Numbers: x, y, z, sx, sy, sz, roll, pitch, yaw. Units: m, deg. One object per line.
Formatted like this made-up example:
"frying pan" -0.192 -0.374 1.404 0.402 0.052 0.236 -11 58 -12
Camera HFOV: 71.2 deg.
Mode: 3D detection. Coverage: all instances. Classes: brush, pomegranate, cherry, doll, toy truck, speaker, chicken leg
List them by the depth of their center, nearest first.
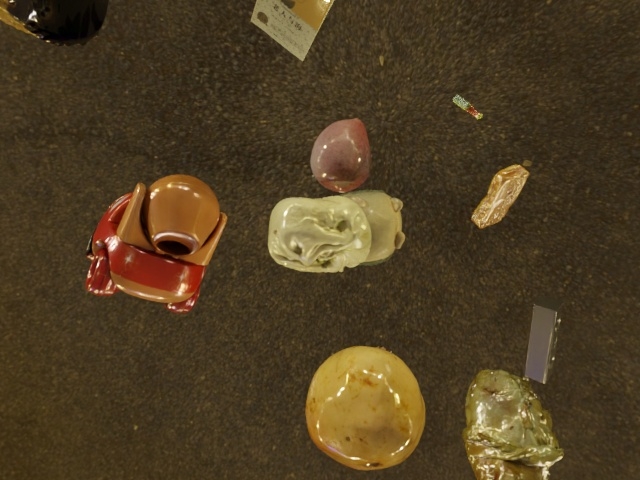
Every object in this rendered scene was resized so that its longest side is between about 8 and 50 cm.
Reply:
"chicken leg" 0.212 0.248 0.497 0.103 0.227 0.088 0 131 17
"toy truck" -0.276 -0.017 0.780 0.189 0.265 0.239 21 101 -33
"speaker" 0.450 0.203 0.904 0.046 0.040 0.190 18 128 40
"brush" 0.344 -0.312 1.045 0.019 0.021 0.083 -45 64 11
"pomegranate" 0.128 0.437 1.216 0.343 0.342 0.341 2 105 8
"doll" 0.077 -0.036 1.369 0.350 0.247 0.246 -4 104 3
"cherry" 0.067 -0.290 1.514 0.206 0.239 0.239 -16 102 22

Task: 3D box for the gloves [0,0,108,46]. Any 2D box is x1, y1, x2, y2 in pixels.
"gloves" -0.415 -0.350 0.508 0.356 0.203 0.155 42 118 3

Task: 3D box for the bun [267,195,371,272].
"bun" 0.000 0.000 0.937 0.230 0.145 0.229 -7 137 -6

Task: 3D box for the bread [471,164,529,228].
"bread" 0.640 -0.156 1.624 0.139 0.077 0.270 -19 148 -17

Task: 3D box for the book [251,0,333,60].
"book" -0.112 -0.870 1.670 0.269 0.389 0.032 36 67 -7
